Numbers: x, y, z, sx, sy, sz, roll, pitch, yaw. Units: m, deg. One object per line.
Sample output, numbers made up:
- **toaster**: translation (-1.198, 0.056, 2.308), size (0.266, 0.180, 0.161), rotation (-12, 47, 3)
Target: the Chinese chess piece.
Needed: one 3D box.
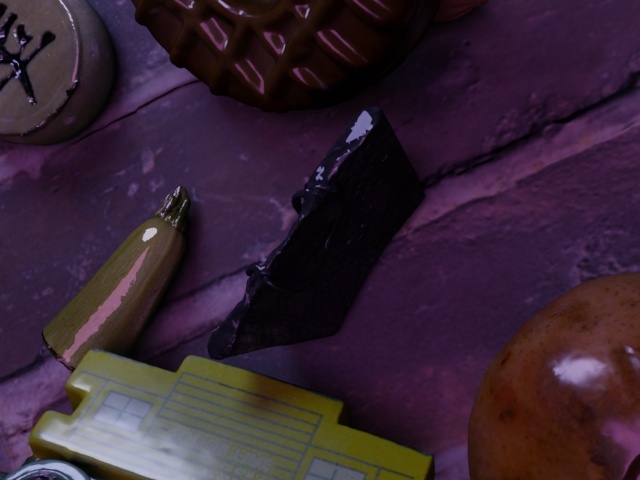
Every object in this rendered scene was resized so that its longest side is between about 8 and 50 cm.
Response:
- **Chinese chess piece**: translation (-0.326, -0.200, 1.021), size (0.188, 0.083, 0.189), rotation (0, 91, 19)

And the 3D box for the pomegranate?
- **pomegranate**: translation (0.278, 0.182, 0.722), size (0.321, 0.322, 0.322), rotation (0, 89, 17)

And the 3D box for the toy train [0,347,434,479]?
- **toy train**: translation (-0.100, 0.253, 0.845), size (0.441, 0.272, 0.179), rotation (14, 138, 17)

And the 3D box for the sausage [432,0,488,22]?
- **sausage**: translation (-0.025, -0.329, 0.929), size (0.433, 0.088, 0.088), rotation (31, 98, 15)

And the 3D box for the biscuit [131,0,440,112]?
- **biscuit**: translation (-0.027, -0.253, 0.839), size (0.268, 0.115, 0.366), rotation (48, 140, -3)

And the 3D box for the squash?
- **squash**: translation (-0.206, 0.039, 0.984), size (0.094, 0.094, 0.224), rotation (34, 92, 15)

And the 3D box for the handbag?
- **handbag**: translation (0.000, 0.000, 0.865), size (0.088, 0.175, 0.270), rotation (35, 99, 18)
